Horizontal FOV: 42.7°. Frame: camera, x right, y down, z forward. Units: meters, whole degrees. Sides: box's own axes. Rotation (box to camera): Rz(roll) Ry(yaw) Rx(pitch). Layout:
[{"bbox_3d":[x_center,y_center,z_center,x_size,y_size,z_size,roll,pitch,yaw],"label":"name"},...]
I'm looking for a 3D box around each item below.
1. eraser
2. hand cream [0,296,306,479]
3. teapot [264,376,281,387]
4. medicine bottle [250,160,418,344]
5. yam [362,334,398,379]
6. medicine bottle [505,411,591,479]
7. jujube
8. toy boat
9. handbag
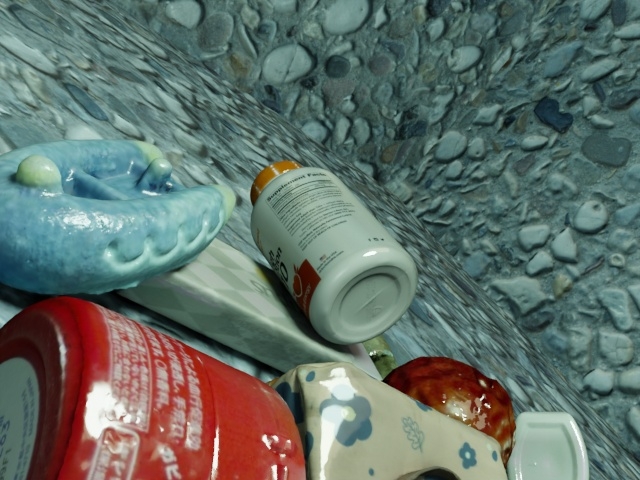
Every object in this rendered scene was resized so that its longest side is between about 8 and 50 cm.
[{"bbox_3d":[-0.103,0.083,1.101,0.397,0.082,0.213,32,16,-35],"label":"eraser"},{"bbox_3d":[-0.131,0.154,0.456,0.149,0.230,0.230,32,15,-34],"label":"hand cream"},{"bbox_3d":[-0.035,0.194,0.863,0.173,0.116,0.116,27,19,-50],"label":"teapot"},{"bbox_3d":[0.000,0.000,1.137,0.157,0.157,0.289,29,15,-43],"label":"medicine bottle"},{"bbox_3d":[0.036,0.136,1.319,0.093,0.093,0.259,31,16,-39],"label":"yam"},{"bbox_3d":[0.331,0.351,1.159,0.296,0.111,0.161,60,32,-57],"label":"medicine bottle"},{"bbox_3d":[0.151,0.242,1.065,0.197,0.197,0.290,41,-3,3],"label":"jujube"},{"bbox_3d":[-0.232,-0.055,0.881,0.215,0.123,0.330,32,28,22],"label":"toy boat"},{"bbox_3d":[0.043,0.251,0.720,0.251,0.190,0.193,30,32,-26],"label":"handbag"}]
